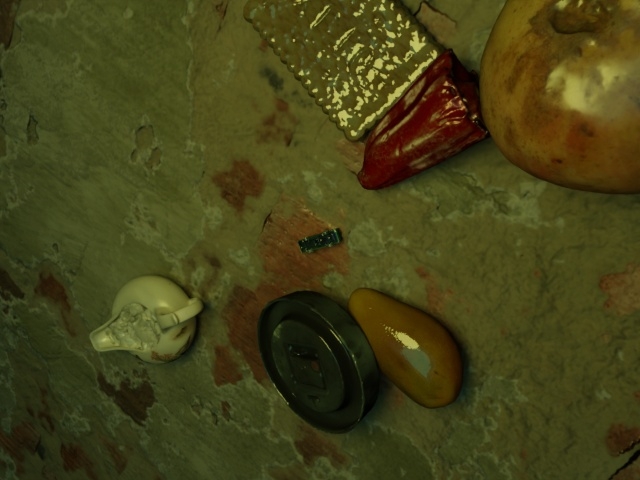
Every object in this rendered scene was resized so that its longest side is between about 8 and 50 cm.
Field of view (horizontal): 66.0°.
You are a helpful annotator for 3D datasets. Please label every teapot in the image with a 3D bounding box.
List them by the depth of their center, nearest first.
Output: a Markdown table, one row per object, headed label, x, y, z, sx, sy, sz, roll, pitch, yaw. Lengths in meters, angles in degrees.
| label | x | y | z | sx | sy | sz | roll | pitch | yaw |
| --- | --- | --- | --- | --- | --- | --- | --- | --- | --- |
| teapot | -0.367 | 0.174 | 1.081 | 0.298 | 0.139 | 0.204 | -25 | 89 | 28 |

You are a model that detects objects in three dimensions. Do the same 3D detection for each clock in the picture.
| label | x | y | z | sx | sy | sz | roll | pitch | yaw |
| --- | --- | --- | --- | --- | --- | --- | --- | --- | --- |
| clock | -0.010 | 0.226 | 0.926 | 0.281 | 0.055 | 0.280 | 22 | 123 | 38 |

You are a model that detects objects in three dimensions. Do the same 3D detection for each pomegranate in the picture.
| label | x | y | z | sx | sy | sz | roll | pitch | yaw |
| --- | --- | --- | --- | --- | --- | --- | --- | --- | --- |
| pomegranate | 0.350 | -0.212 | 0.583 | 0.322 | 0.322 | 0.321 | 6 | 105 | 23 |

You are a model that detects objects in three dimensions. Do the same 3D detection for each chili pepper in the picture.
| label | x | y | z | sx | sy | sz | roll | pitch | yaw |
| --- | --- | --- | --- | --- | --- | --- | --- | --- | --- |
| chili pepper | 0.143 | -0.172 | 0.772 | 0.253 | 0.136 | 0.144 | -30 | 88 | 44 |

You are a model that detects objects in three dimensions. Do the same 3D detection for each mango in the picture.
| label | x | y | z | sx | sy | sz | roll | pitch | yaw |
| --- | --- | --- | --- | --- | --- | --- | --- | --- | --- |
| mango | 0.148 | 0.177 | 0.864 | 0.253 | 0.113 | 0.138 | 46 | 123 | 16 |

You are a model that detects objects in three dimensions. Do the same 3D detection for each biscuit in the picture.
| label | x | y | z | sx | sy | sz | roll | pitch | yaw |
| --- | --- | --- | --- | --- | --- | --- | --- | --- | --- |
| biscuit | 0.030 | -0.349 | 0.825 | 0.217 | 0.044 | 0.324 | -43 | 84 | 26 |

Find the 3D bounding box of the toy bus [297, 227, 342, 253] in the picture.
| label | x | y | z | sx | sy | sz | roll | pitch | yaw |
| --- | --- | --- | --- | --- | --- | --- | --- | --- | --- |
| toy bus | 0.000 | 0.000 | 0.928 | 0.083 | 0.037 | 0.031 | -17 | 94 | 26 |
